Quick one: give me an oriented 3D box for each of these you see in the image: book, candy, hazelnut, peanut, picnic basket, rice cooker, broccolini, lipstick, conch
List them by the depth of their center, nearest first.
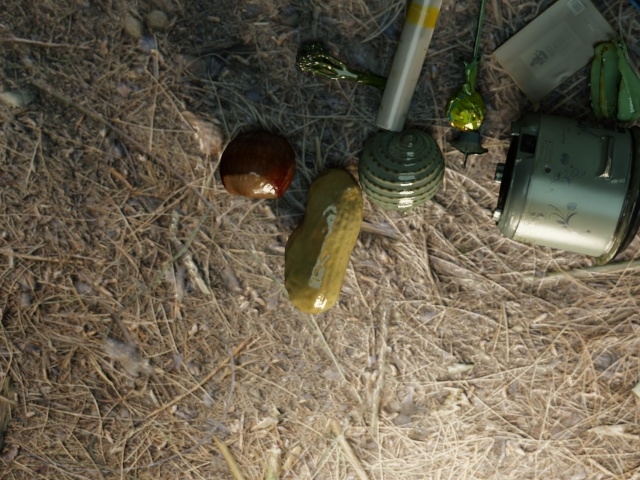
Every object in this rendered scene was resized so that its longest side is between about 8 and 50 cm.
[{"bbox_3d":[0.542,-0.289,1.702,0.105,0.079,0.170,-23,107,7],"label":"conch"},{"bbox_3d":[0.479,-0.102,1.704,0.316,0.264,0.317,12,151,7],"label":"rice cooker"},{"bbox_3d":[0.440,-0.364,1.709,0.198,0.016,0.138,-37,108,22],"label":"book"},{"bbox_3d":[0.164,-0.335,1.715,0.059,0.059,0.264,16,110,-2],"label":"lipstick"},{"bbox_3d":[0.287,-0.334,1.723,0.077,0.073,0.262,11,112,13],"label":"candy"},{"bbox_3d":[0.058,-0.333,1.762,0.216,0.058,0.067,13,158,-8],"label":"broccolini"},{"bbox_3d":[0.289,-0.178,1.799,0.083,0.065,0.083,15,102,0],"label":"picnic basket"},{"bbox_3d":[0.157,-0.124,1.803,0.172,0.131,0.200,4,117,4],"label":"conch"},{"bbox_3d":[-0.127,-0.152,1.827,0.154,0.143,0.143,8,119,21],"label":"hazelnut"},{"bbox_3d":[0.000,0.000,1.883,0.147,0.147,0.319,13,110,0],"label":"peanut"}]

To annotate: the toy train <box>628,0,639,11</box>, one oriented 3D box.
[{"bbox_3d":[0.638,-0.412,1.521,0.300,0.265,0.188,43,104,-13],"label":"toy train"}]
